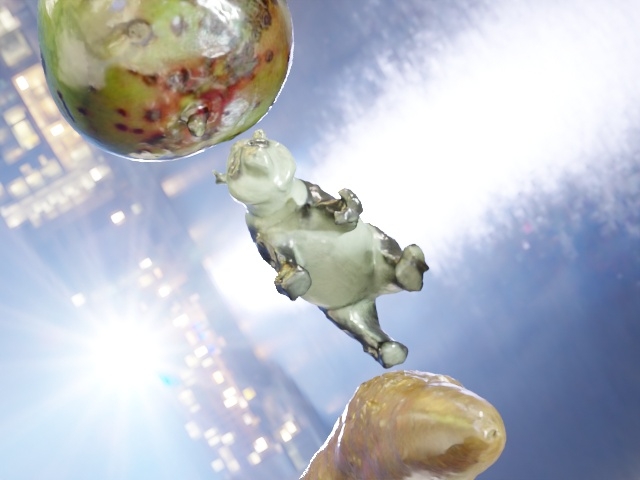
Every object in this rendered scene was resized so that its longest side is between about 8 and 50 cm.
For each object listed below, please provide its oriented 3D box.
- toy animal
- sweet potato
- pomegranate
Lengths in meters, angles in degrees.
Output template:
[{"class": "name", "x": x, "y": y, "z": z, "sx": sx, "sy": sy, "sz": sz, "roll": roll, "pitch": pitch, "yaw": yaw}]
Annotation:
[{"class": "toy animal", "x": 0.000, "y": 0.000, "z": 1.028, "sx": 0.225, "sy": 0.094, "sz": 0.121, "roll": 39, "pitch": -177, "yaw": -46}, {"class": "sweet potato", "x": 0.051, "y": 0.146, "z": 0.888, "sx": 0.341, "sy": 0.092, "sz": 0.114, "roll": 121, "pitch": 158, "yaw": -57}, {"class": "pomegranate", "x": -0.088, "y": -0.121, "z": 0.756, "sx": 0.169, "sy": 0.148, "sz": 0.148, "roll": -96, "pitch": -18, "yaw": -57}]
